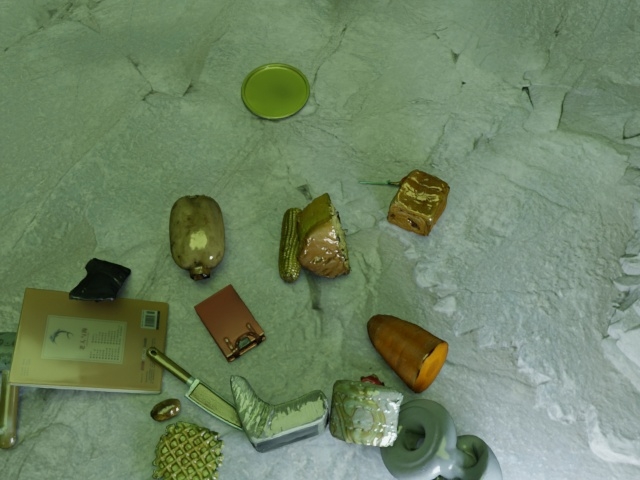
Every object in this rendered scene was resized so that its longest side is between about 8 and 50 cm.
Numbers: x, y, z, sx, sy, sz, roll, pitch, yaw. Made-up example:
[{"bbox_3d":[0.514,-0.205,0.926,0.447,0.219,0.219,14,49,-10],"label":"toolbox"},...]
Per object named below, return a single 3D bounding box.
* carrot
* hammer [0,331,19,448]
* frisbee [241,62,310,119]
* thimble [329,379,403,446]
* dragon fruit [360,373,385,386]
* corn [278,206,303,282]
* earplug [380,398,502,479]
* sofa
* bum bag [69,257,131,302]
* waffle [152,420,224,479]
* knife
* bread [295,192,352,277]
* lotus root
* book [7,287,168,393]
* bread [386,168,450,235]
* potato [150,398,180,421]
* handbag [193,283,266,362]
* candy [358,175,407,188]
[{"bbox_3d":[0.214,0.286,1.806,0.225,0.159,0.159,33,68,26],"label":"carrot"},{"bbox_3d":[-0.830,0.397,1.782,0.202,0.113,0.305,-1,72,3],"label":"hammer"},{"bbox_3d":[-0.152,-0.503,2.254,0.236,0.017,0.236,0,63,0],"label":"frisbee"},{"bbox_3d":[0.116,0.434,1.683,0.190,0.137,0.143,3,83,25],"label":"thimble"},{"bbox_3d":[0.145,0.397,1.792,0.060,0.056,0.083,-16,63,-6],"label":"dragon fruit"},{"bbox_3d":[-0.083,0.010,1.968,0.080,0.080,0.231,5,64,3],"label":"corn"},{"bbox_3d":[0.300,0.540,1.671,0.325,0.175,0.214,31,82,24],"label":"earplug"},{"bbox_3d":[-0.097,0.420,1.703,0.225,0.210,0.176,-18,64,-5],"label":"sofa"},{"bbox_3d":[-0.610,0.116,1.861,0.123,0.060,0.248,13,24,-7],"label":"bum bag"},{"bbox_3d":[-0.341,0.561,1.726,0.183,0.036,0.169,11,67,8],"label":"waffle"},{"bbox_3d":[-0.337,0.403,1.796,0.343,0.027,0.061,34,61,8],"label":"knife"},{"bbox_3d":[-0.001,0.000,1.887,0.147,0.260,0.160,-14,58,9],"label":"bread"},{"bbox_3d":[-0.360,-0.014,1.948,0.160,0.146,0.284,-14,66,13],"label":"lotus root"},{"bbox_3d":[-0.615,0.272,1.806,0.389,0.032,0.269,9,62,-17],"label":"book"},{"bbox_3d":[0.294,-0.108,1.985,0.149,0.158,0.143,27,66,8],"label":"bread"},{"bbox_3d":[-0.412,0.450,1.777,0.083,0.040,0.051,-25,72,-10],"label":"potato"},{"bbox_3d":[-0.253,0.232,1.875,0.127,0.063,0.190,-32,64,-15],"label":"handbag"},{"bbox_3d":[0.211,-0.180,2.089,0.185,0.049,0.055,3,34,9],"label":"candy"}]
